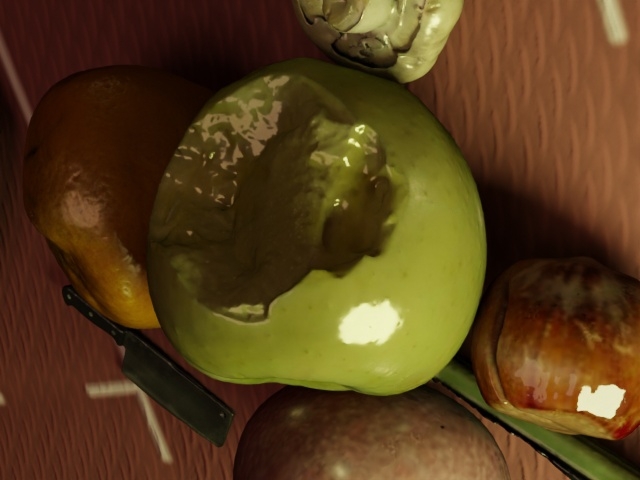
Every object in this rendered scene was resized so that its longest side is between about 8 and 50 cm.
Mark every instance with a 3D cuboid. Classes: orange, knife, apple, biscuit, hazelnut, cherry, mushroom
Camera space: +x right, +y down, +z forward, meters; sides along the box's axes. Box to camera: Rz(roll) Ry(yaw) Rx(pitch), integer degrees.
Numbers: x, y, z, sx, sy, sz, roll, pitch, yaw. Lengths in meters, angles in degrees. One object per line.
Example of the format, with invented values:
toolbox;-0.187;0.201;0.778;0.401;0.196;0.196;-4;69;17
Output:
orange;-0.150;-0.038;1.295;0.183;0.249;0.249;-4;110;18
knife;-0.192;0.135;1.566;0.245;0.019;0.072;38;133;18
apple;0.000;0.000;1.130;0.279;0.279;0.279;20;124;33
biscuit;0.215;0.178;1.183;0.322;0.099;0.038;32;90;26
hazelnut;0.194;0.081;1.122;0.154;0.143;0.143;9;118;30
cherry;0.048;0.216;1.245;0.236;0.213;0.285;45;175;-29
mushroom;0.041;-0.193;1.115;0.154;0.122;0.154;14;122;25
